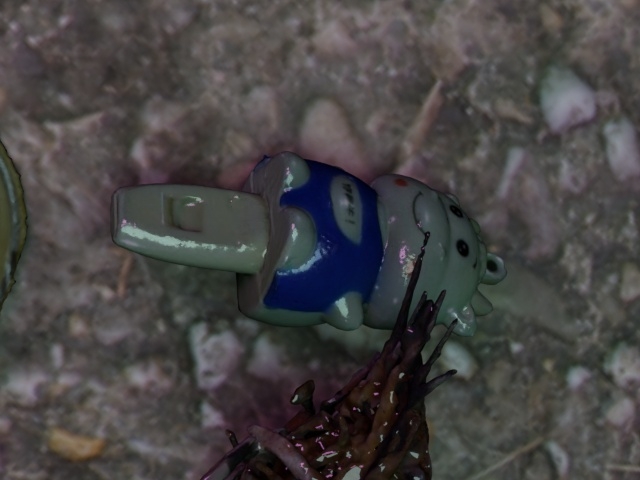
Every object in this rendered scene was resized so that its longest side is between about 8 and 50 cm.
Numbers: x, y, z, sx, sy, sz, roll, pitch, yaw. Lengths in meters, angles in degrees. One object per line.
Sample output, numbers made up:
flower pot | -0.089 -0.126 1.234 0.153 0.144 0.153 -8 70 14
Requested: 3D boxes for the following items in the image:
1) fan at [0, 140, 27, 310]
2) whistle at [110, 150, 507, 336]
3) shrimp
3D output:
fan | -0.290 0.032 0.880 0.229 0.011 0.335 23 83 -24
whistle | 0.000 0.000 0.928 0.244 0.092 0.110 10 57 -21
shrimp | -0.001 0.142 0.919 0.145 0.116 0.343 20 126 -6
